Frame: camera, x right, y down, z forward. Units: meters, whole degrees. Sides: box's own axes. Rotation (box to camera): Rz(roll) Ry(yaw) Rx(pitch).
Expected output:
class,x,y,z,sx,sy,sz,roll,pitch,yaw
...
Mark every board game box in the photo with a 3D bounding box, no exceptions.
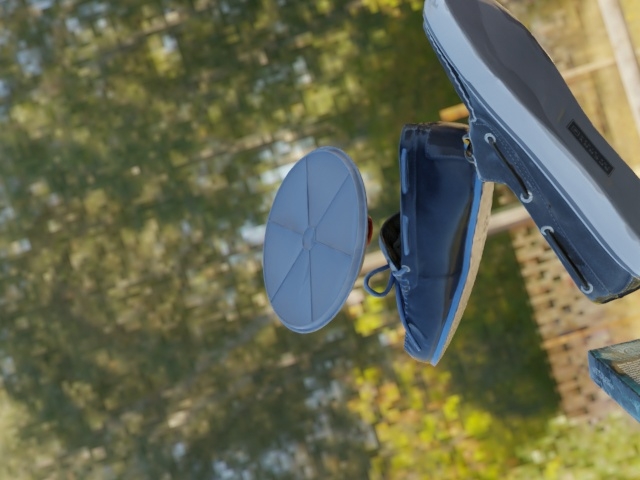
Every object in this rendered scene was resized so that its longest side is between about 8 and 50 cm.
class,x,y,z,sx,sy,sz,roll,pitch,yaw
board game box,0.301,0.090,1.157,0.126,0.186,0.026,-131,30,-67

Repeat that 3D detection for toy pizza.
class,x,y,z,sx,sy,sz,roll,pitch,yaw
toy pizza,0.000,0.000,1.734,0.201,0.032,0.201,-24,62,54

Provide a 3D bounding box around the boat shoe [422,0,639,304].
class,x,y,z,sx,sy,sz,roll,pitch,yaw
boat shoe,0.129,-0.057,1.013,0.228,0.076,0.080,49,-146,-1

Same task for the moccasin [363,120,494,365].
class,x,y,z,sx,sy,sz,roll,pitch,yaw
moccasin,0.124,-0.006,1.840,0.137,0.117,0.342,-60,-17,-49
